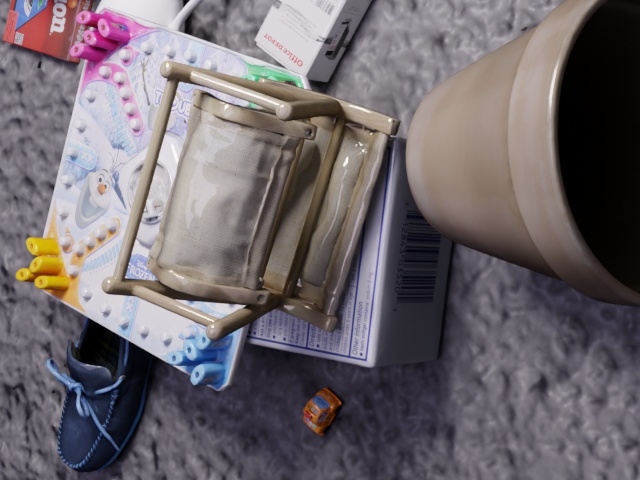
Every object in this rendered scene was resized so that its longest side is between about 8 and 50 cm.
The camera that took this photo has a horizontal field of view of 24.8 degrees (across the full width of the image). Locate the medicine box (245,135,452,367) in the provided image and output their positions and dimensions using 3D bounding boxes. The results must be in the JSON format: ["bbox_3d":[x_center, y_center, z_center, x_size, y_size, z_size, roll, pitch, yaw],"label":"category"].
[{"bbox_3d":[0.000,0.000,1.761,0.289,0.149,0.263,8,93,36],"label":"medicine box"}]

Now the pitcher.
[{"bbox_3d":[-0.219,-0.303,1.943,0.178,0.125,0.207,13,86,40],"label":"pitcher"}]

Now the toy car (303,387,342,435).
[{"bbox_3d":[-0.023,0.186,1.839,0.060,0.040,0.122,-44,66,26],"label":"toy car"}]

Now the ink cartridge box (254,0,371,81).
[{"bbox_3d":[-0.007,-0.281,1.829,0.099,0.056,0.135,41,112,30],"label":"ink cartridge box"}]

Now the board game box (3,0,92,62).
[{"bbox_3d":[-0.377,-0.411,2.116,0.145,0.027,0.281,19,100,33],"label":"board game box"}]

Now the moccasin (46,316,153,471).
[{"bbox_3d":[-0.306,0.158,1.995,0.138,0.117,0.342,25,103,33],"label":"moccasin"}]

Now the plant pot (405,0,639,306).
[{"bbox_3d":[0.251,-0.091,1.519,0.280,0.323,0.323,-3,87,53],"label":"plant pot"}]

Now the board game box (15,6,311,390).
[{"bbox_3d":[-0.210,-0.062,1.801,0.390,0.050,0.390,24,104,39],"label":"board game box"}]

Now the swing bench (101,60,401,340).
[{"bbox_3d":[-0.069,-0.040,1.559,0.165,0.255,0.253,22,100,28],"label":"swing bench"}]
